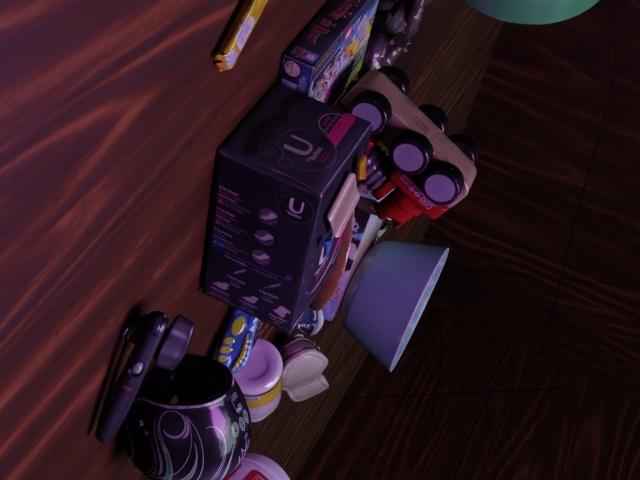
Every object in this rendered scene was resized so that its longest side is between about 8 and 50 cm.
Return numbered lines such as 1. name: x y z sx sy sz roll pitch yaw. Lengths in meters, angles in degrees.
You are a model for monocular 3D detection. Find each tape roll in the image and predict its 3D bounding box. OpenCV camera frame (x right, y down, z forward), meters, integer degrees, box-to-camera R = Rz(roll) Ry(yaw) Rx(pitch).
1. tape roll: 0.352 -0.517 1.746 0.321 0.321 0.077 -62 170 -20

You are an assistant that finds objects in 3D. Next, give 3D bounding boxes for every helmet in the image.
1. helmet: -0.176 0.251 1.378 0.169 0.169 0.161 -49 144 -57

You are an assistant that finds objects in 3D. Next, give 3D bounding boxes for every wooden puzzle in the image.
1. wooden puzzle: 0.027 -0.044 1.277 0.116 0.014 0.078 -61 163 -19

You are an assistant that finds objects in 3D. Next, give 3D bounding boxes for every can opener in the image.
1. can opener: -0.217 0.160 1.209 0.186 0.073 0.059 -58 180 14

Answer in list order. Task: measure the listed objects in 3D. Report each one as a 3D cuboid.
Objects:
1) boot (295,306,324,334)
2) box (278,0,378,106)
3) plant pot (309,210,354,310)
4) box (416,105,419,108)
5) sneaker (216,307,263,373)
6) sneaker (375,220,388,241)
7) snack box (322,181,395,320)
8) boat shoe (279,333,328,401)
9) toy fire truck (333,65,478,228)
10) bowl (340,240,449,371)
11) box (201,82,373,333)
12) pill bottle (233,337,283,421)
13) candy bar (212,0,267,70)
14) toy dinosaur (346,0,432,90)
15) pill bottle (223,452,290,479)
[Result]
1. boot: -0.042 0.146 2.062 0.086 0.069 0.190 -50 155 -33
2. box: 0.008 -0.245 1.422 0.233 0.044 0.159 -56 167 -41
3. plant pot: 0.000 0.000 1.745 0.236 0.032 0.236 -169 -90 -73
4. box: 0.131 -0.203 1.763 0.109 0.178 0.042 -49 160 -59
5. sneaker: -0.117 0.120 1.639 0.188 0.067 0.078 -65 -169 -9
6. sneaker: 0.109 -0.010 2.497 0.075 0.057 0.161 -51 178 26
7. snack box: 0.078 0.004 2.313 0.187 0.060 0.322 -48 160 -58
8. boat shoe: -0.047 0.255 2.175 0.117 0.096 0.324 -23 160 -3
9. toy fire truck: 0.082 -0.109 1.522 0.246 0.217 0.158 -41 -170 37
10. bowl: 0.154 0.123 2.349 0.311 0.163 0.311 -61 171 -18
11. box: -0.047 -0.038 1.352 0.165 0.143 0.270 -57 166 -41
12. pill bottle: -0.117 0.245 1.774 0.103 0.103 0.184 -60 169 -27
13. candy bar: -0.070 -0.251 1.091 0.161 0.018 0.040 -63 166 -7
14. toy dinosaur: 0.106 -0.329 1.618 0.160 0.121 0.313 122 -7 -68
15. pill bottle: -0.177 0.492 1.693 0.229 0.229 0.408 -67 169 12
